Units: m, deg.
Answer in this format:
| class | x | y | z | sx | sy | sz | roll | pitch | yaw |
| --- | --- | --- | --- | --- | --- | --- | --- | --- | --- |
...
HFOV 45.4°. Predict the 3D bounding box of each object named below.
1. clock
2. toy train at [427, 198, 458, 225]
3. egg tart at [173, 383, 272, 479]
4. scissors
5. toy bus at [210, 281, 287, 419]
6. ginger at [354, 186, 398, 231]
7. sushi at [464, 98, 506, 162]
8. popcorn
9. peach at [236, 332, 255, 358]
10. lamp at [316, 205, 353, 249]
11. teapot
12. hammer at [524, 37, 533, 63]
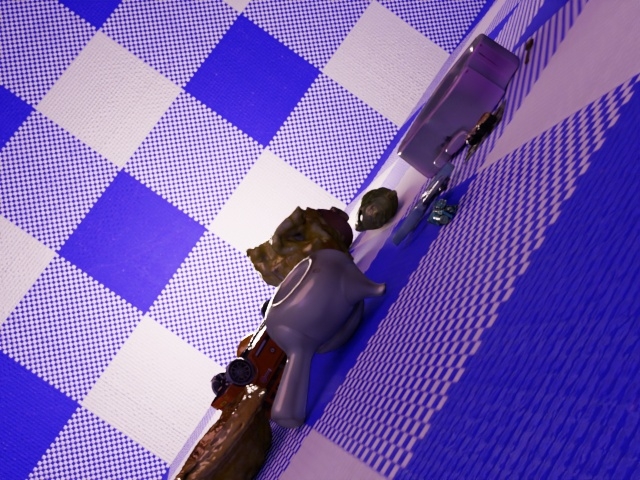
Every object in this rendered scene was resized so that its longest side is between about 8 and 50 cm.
| class | x | y | z | sx | sy | sz | roll | pitch | yaw |
| --- | --- | --- | --- | --- | --- | --- | --- | --- | --- |
| clock | 0.303 | -0.298 | 1.715 | 0.339 | 0.102 | 0.338 | -55 | 3 | 5 |
| toy train | 0.201 | -0.046 | 1.271 | 0.045 | 0.029 | 0.092 | -62 | 4 | 3 |
| egg tart | -0.172 | 0.400 | 1.422 | 0.290 | 0.115 | 0.290 | -53 | 3 | 4 |
| scissors | 0.198 | -0.079 | 1.355 | 0.191 | 0.029 | 0.360 | -53 | -2 | -3 |
| toy bus | -0.107 | 0.245 | 1.700 | 0.329 | 0.153 | 0.143 | -59 | 6 | -33 |
| ginger | 0.144 | -0.078 | 1.994 | 0.137 | 0.089 | 0.290 | -37 | 6 | -6 |
| sushi | 0.309 | -0.219 | 1.480 | 0.120 | 0.026 | 0.126 | -54 | 3 | 33 |
| popcorn | -0.048 | 0.056 | 1.976 | 0.237 | 0.293 | 0.293 | -34 | 10 | 19 |
| peach | -0.141 | 0.292 | 1.918 | 0.138 | 0.138 | 0.138 | -55 | 3 | 4 |
| lamp | 0.000 | 0.000 | 2.411 | 0.258 | 0.180 | 0.180 | -58 | 4 | -14 |
| teapot | -0.028 | 0.164 | 1.376 | 0.318 | 0.149 | 0.220 | -54 | 12 | -12 |
| hammer | 0.429 | -0.389 | 1.582 | 0.029 | 0.014 | 0.123 | -63 | -1 | 36 |
